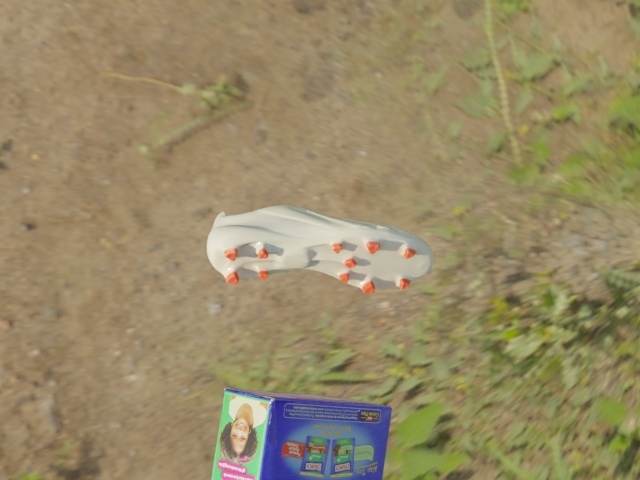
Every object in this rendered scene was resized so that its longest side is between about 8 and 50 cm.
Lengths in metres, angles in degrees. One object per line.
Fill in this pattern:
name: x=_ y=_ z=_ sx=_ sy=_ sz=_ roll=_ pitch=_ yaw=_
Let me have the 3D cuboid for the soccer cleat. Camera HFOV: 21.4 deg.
soccer cleat: x=0.000 y=0.000 z=1.470 sx=0.196 sy=0.076 sz=0.068 roll=2 pitch=129 yaw=-5

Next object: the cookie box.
cookie box: x=-0.013 y=0.135 z=0.894 sx=0.040 sy=0.092 sz=0.107 roll=6 pitch=87 yaw=47
